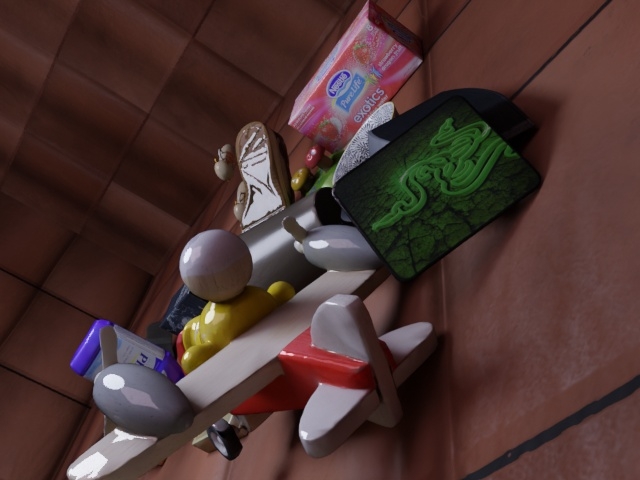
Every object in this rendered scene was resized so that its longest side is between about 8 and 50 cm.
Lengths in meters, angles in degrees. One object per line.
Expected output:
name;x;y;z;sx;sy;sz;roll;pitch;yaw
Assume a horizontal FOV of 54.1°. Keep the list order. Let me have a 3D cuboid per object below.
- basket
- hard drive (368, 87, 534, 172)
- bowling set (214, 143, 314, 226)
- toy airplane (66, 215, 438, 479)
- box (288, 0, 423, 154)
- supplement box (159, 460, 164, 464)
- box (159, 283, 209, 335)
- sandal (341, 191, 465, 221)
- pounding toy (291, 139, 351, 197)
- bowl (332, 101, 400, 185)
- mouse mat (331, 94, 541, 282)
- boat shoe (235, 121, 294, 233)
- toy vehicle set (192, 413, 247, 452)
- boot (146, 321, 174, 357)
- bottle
basket;-0.037;0.027;1.012;0.227;0.204;0.154;-39;-19;33
hard drive;0.152;-0.145;0.835;0.172;0.054;0.254;-28;17;0
bowling set;-0.117;-0.113;1.490;0.200;0.287;0.154;-19;31;14
toy airplane;-0.065;0.105;0.726;0.384;0.272;0.386;-31;3;11
box;0.075;-0.355;1.400;0.300;0.154;0.142;-47;19;32
supplement box;-0.407;0.465;1.453;0.233;0.078;0.080;-30;32;58
box;-0.248;0.159;1.402;0.158;0.156;0.093;-45;22;40
sandal;0.116;-0.051;0.812;0.254;0.097;0.054;-3;85;60
pounding toy;-0.002;-0.140;1.306;0.183;0.110;0.237;-54;17;14
bowl;0.100;-0.139;1.052;0.170;0.080;0.170;-51;18;23
mouse mat;0.122;-0.061;0.692;0.190;0.152;0.007;-36;-26;1
boat shoe;-0.098;-0.083;1.358;0.123;0.123;0.342;-17;77;28
toy vehicle set;-0.140;0.240;1.143;0.166;0.035;0.266;-39;25;49
boot;-0.492;0.380;1.890;0.305;0.112;0.115;-99;13;-61
bottle;-0.354;0.271;1.275;0.118;0.283;0.092;-58;16;-1
